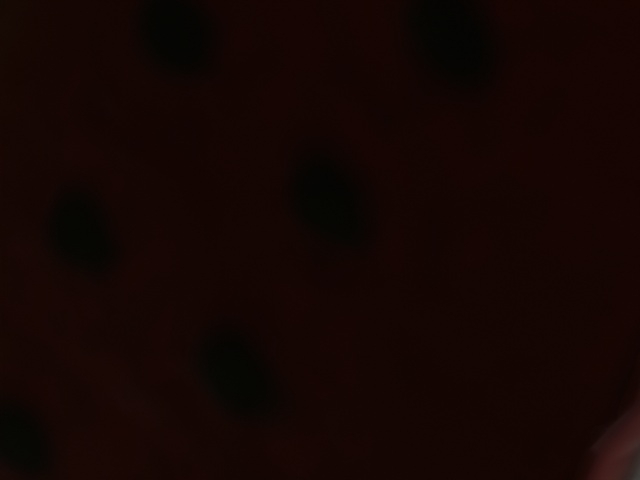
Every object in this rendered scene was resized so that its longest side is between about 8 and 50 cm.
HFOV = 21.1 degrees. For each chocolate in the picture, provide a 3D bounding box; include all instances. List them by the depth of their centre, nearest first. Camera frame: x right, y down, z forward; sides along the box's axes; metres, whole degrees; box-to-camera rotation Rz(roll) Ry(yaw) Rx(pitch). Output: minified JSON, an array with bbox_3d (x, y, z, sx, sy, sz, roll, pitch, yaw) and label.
[{"bbox_3d":[0.000,0.000,0.526,0.161,0.360,0.341,-4,-147,-48],"label":"chocolate"}]
